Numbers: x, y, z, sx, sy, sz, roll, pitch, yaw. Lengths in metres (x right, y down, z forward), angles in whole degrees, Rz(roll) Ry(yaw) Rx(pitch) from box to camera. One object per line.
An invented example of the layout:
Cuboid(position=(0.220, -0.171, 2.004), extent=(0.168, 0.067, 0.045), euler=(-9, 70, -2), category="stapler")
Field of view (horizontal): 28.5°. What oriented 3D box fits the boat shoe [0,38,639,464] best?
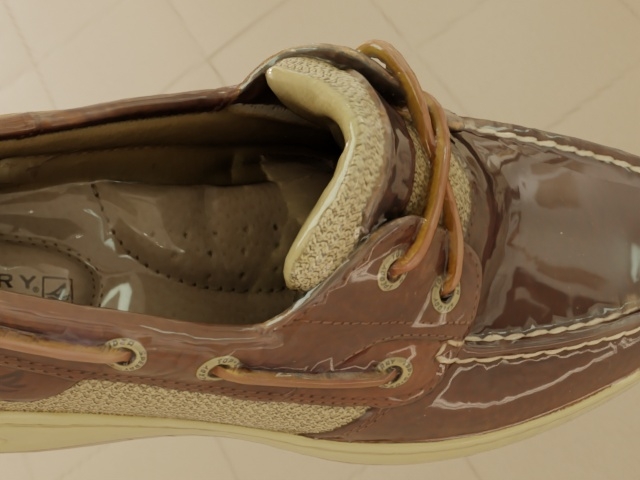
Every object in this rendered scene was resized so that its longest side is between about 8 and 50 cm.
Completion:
Cuboid(position=(0.000, 0.000, 0.418), extent=(0.342, 0.123, 0.123), euler=(1, 63, -18), category="boat shoe")
